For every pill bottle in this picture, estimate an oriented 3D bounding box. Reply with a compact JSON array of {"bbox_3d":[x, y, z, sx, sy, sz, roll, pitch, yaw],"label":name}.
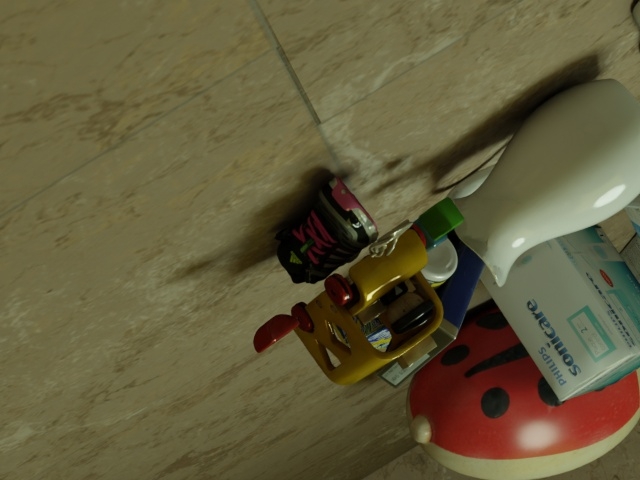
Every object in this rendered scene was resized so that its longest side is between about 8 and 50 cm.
[{"bbox_3d":[0.097,0.040,1.567,0.065,0.065,0.116,-20,162,-37],"label":"pill bottle"}]

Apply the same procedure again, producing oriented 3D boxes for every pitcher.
[{"bbox_3d":[0.217,-0.068,1.372,0.207,0.125,0.178,-38,-156,6],"label":"pitcher"}]

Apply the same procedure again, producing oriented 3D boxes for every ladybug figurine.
[{"bbox_3d":[0.334,0.212,2.216,0.449,0.305,0.162,-22,143,-28],"label":"ladybug figurine"}]

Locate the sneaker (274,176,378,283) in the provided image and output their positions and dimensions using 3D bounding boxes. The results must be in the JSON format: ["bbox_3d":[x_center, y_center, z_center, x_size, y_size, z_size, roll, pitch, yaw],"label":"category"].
[{"bbox_3d":[0.000,0.000,1.236,0.074,0.063,0.170,-34,172,-14],"label":"sneaker"}]

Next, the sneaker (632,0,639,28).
[{"bbox_3d":[0.383,-0.147,1.317,0.108,0.169,0.292,-38,166,19],"label":"sneaker"}]

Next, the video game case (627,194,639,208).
[{"bbox_3d":[0.472,-0.084,1.782,0.193,0.023,0.212,-24,-162,-26],"label":"video game case"}]

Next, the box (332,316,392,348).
[{"bbox_3d":[0.067,0.095,1.714,0.059,0.054,0.169,-35,166,15],"label":"box"}]

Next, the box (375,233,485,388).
[{"bbox_3d":[0.143,0.053,1.621,0.136,0.036,0.225,-48,-171,49],"label":"box"}]

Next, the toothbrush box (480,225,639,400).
[{"bbox_3d":[0.371,0.096,2.013,0.126,0.216,0.295,-38,163,22],"label":"toothbrush box"}]

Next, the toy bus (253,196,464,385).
[{"bbox_3d":[0.056,0.063,1.255,0.191,0.104,0.202,-37,177,21],"label":"toy bus"}]

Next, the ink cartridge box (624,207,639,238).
[{"bbox_3d":[0.488,-0.051,1.927,0.090,0.092,0.143,-28,-177,-12],"label":"ink cartridge box"}]

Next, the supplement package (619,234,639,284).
[{"bbox_3d":[0.658,0.014,2.450,0.194,0.149,0.203,-28,166,-10],"label":"supplement package"}]
